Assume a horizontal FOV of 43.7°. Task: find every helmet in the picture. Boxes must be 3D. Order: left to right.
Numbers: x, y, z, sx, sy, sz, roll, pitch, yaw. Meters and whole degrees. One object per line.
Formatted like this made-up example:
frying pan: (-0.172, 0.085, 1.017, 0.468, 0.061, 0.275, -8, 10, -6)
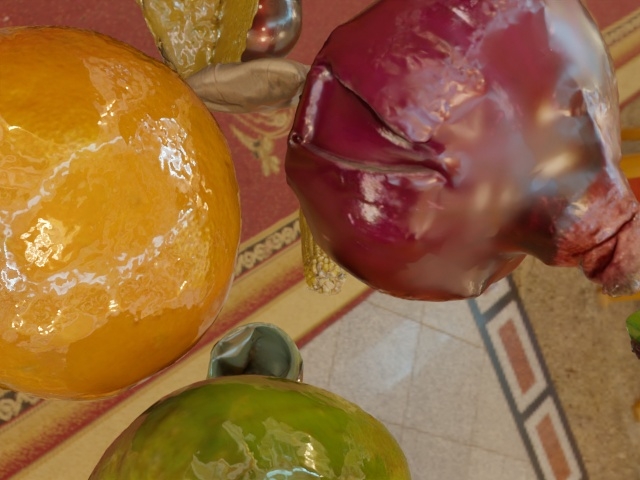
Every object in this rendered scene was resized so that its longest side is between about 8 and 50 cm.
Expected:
helmet: (-0.128, -0.387, 1.361, 0.216, 0.193, 0.189, 8, 79, -48)

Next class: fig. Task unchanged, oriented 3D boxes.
fig: (-0.047, 0.241, 0.689, 0.326, 0.258, 0.258, -1, 87, -53)

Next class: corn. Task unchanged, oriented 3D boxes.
corn: (0.000, 0.000, 1.873, 0.106, 0.106, 0.305, 34, 30, -35)

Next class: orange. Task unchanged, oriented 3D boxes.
orange: (-0.212, -0.021, 0.651, 0.312, 0.312, 0.312, 5, 83, -42)

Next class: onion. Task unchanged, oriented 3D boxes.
onion: (0.202, -0.086, 0.845, 0.398, 0.420, 0.398, -32, 136, -37)

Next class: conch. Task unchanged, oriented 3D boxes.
conch: (-0.112, 0.223, 1.102, 0.182, 0.124, 0.187, -14, 71, -24)

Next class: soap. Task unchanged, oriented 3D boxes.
soap: (-0.107, -0.387, 1.105, 0.338, 0.305, 0.169, 65, 19, -12)

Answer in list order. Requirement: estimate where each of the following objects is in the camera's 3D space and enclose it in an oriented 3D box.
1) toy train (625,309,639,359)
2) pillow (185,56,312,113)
toy train: (0.598, 0.186, 1.122, 0.249, 0.173, 0.307, -30, 107, -1)
pillow: (-0.081, -0.196, 1.018, 0.270, 0.173, 0.067, -47, 132, -76)
